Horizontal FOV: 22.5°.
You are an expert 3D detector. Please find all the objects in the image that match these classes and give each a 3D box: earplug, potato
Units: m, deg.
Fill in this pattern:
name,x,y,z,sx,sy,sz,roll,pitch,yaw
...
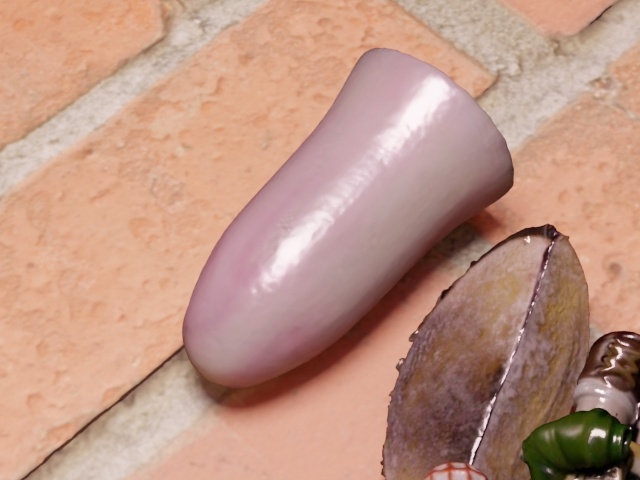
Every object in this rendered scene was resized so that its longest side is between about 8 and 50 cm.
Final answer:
name,x,y,z,sx,sy,sz,roll,pitch,yaw
earplug,0.000,0.000,1.328,0.172,0.172,0.301,36,69,22
potato,0.135,0.122,1.293,0.120,0.100,0.261,2,62,50

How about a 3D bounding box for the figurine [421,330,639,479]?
name,x,y,z,sx,sy,sz,roll,pitch,yaw
figurine,0.201,0.228,1.163,0.281,0.167,0.370,23,51,3
